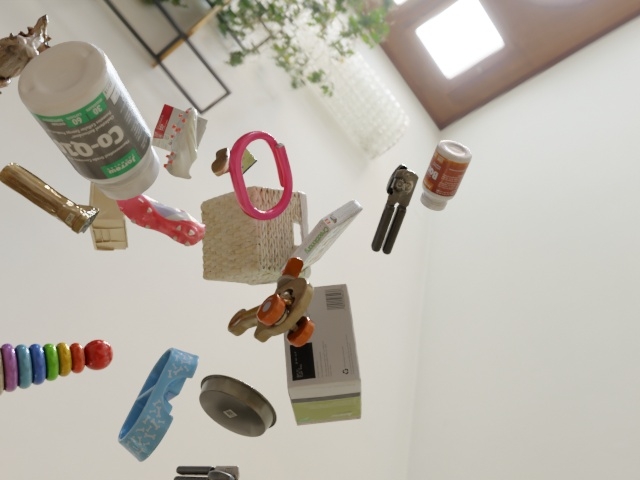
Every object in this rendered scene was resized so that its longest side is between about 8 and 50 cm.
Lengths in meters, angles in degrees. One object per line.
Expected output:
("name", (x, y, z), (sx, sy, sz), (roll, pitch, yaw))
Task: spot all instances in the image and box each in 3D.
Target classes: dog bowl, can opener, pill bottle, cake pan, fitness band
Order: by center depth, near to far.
("pill bottle", (-0.517, -0.263, 1.504), (0.204, 0.361, 0.204), (-4, -120, 8))
("dog bowl", (-0.405, 0.395, 1.607), (0.166, 0.074, 0.297), (-38, -157, 45))
("can opener", (0.227, -0.098, 2.026), (0.095, 0.075, 0.284), (-105, -150, -65))
("fitness band", (-0.188, -0.206, 2.074), (0.209, 0.291, 0.054), (-31, -150, -34))
("pill bottle", (0.406, -0.209, 2.129), (0.121, 0.121, 0.216), (-75, -178, -54))
("cake pan", (-0.289, 0.567, 2.187), (0.293, 0.293, 0.054), (-20, -152, 41))
("can opener", (-0.399, 0.813, 2.245), (0.280, 0.093, 0.074), (-12, -131, 30))

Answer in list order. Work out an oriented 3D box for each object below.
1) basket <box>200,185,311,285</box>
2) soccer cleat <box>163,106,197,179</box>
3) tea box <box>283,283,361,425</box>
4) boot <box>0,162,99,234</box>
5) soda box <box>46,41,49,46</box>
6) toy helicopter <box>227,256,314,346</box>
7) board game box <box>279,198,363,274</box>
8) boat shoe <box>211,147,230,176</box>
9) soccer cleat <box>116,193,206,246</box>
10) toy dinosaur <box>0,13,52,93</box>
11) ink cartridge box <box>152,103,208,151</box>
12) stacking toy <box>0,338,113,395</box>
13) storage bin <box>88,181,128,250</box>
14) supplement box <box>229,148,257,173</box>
("basket", (-0.237, -0.010, 2.363), (0.331, 0.266, 0.329), (-10, -101, 40))
("soccer cleat", (-0.345, -0.248, 1.661), (0.068, 0.076, 0.196), (-13, -121, 45))
("tea box", (0.003, 0.363, 2.032), (0.219, 0.324, 0.329), (-6, -124, -1))
("boot", (-0.813, -0.132, 1.957), (0.089, 0.269, 0.236), (-55, -169, -5))
("soda box", (-1.056, -0.686, 2.381), (0.067, 0.071, 0.210), (-15, -172, -35))
("toy helicopter", (-0.146, 0.187, 1.819), (0.355, 0.140, 0.235), (-24, -144, 45))
("board game box", (0.000, 0.000, 2.161), (0.193, 0.053, 0.305), (-33, 168, -46))
("boat shoe", (-0.315, -0.247, 2.116), (0.062, 0.059, 0.170), (-17, -149, 11))
("soccer cleat", (-0.417, -0.065, 1.695), (0.083, 0.247, 0.095), (-62, 179, 22))
("toy dinosaur", (-0.766, -0.437, 1.588), (0.295, 0.127, 0.200), (-34, -151, -19))
("ink cartridge box", (-0.539, -0.413, 2.478), (0.128, 0.176, 0.128), (133, -27, -61))
("stacking toy", (-0.746, 0.336, 1.803), (0.330, 0.141, 0.141), (-5, -176, -31))
("storage bin", (-0.747, -0.129, 2.305), (0.260, 0.123, 0.263), (119, -31, -62))
("supplement box", (-0.298, -0.306, 2.417), (0.083, 0.083, 0.056), (-44, -135, -2))
